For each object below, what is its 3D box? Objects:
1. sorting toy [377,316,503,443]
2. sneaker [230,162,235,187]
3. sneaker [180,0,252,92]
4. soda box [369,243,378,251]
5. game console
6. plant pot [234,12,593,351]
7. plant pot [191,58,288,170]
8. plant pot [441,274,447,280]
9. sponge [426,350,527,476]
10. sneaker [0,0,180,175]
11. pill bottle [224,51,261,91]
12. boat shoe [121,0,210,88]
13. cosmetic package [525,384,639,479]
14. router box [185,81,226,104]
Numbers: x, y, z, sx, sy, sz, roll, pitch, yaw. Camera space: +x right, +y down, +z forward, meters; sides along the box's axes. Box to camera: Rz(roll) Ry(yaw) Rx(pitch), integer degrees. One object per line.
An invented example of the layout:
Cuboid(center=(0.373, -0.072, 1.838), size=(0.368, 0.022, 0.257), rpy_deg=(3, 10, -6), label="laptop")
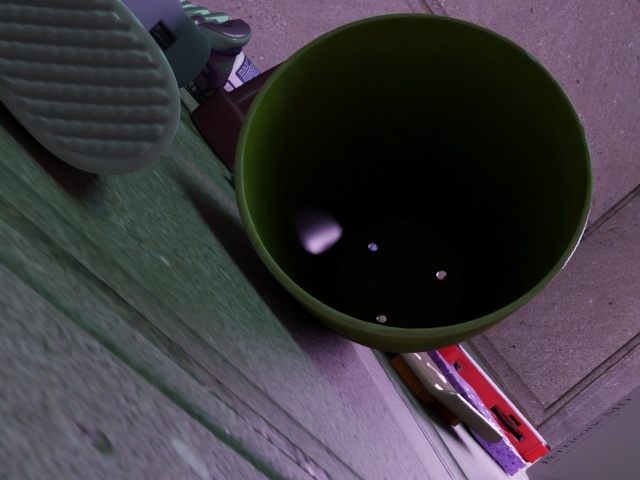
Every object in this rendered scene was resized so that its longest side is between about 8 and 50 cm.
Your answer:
Cuboid(center=(0.120, 0.156, 1.136), size=(0.208, 0.038, 0.193), rpy_deg=(47, 2, 39), label="sorting toy")
Cuboid(center=(-0.036, -0.030, 1.022), size=(0.152, 0.053, 0.061), rpy_deg=(50, 2, 14), label="sneaker")
Cuboid(center=(-0.199, -0.264, 1.210), size=(0.236, 0.105, 0.095), rpy_deg=(30, 33, 26), label="sneaker")
Cuboid(center=(0.056, -0.024, 1.110), size=(0.286, 0.098, 0.091), rpy_deg=(66, 2, -59), label="soda box")
Cuboid(center=(0.267, 0.231, 1.773), size=(0.386, 0.060, 0.342), rpy_deg=(48, 5, -22), label="game console")
Cuboid(center=(0.074, -0.007, 0.848), size=(0.275, 0.274, 0.293), rpy_deg=(51, -12, 18), label="plant pot")
Cuboid(center=(-0.031, -0.142, 1.182), size=(0.201, 0.180, 0.201), rpy_deg=(50, 5, -6), label="plant pot")
Cuboid(center=(0.153, 0.007, 1.378), size=(0.272, 0.272, 0.265), rpy_deg=(51, 12, 19), label="plant pot")
Cuboid(center=(0.220, 0.245, 1.361), size=(0.117, 0.031, 0.210), rpy_deg=(48, 5, -25), label="sponge")
Cuboid(center=(-0.179, -0.160, 0.492), size=(0.282, 0.102, 0.161), rpy_deg=(59, -2, -16), label="sneaker")
Cuboid(center=(-0.178, -0.340, 1.930), size=(0.169, 0.094, 0.094), rpy_deg=(47, 5, -34), label="pill bottle")
Cuboid(center=(-0.207, -0.272, 1.006), size=(0.105, 0.113, 0.306), rpy_deg=(44, 0, 16), label="boat shoe")
Cuboid(center=(0.443, 0.283, 1.017), size=(0.162, 0.230, 0.453), rpy_deg=(58, -15, -1), label="cosmetic package")
Cuboid(center=(-0.166, -0.223, 1.439), size=(0.092, 0.038, 0.122), rpy_deg=(48, 5, -15), label="router box")
